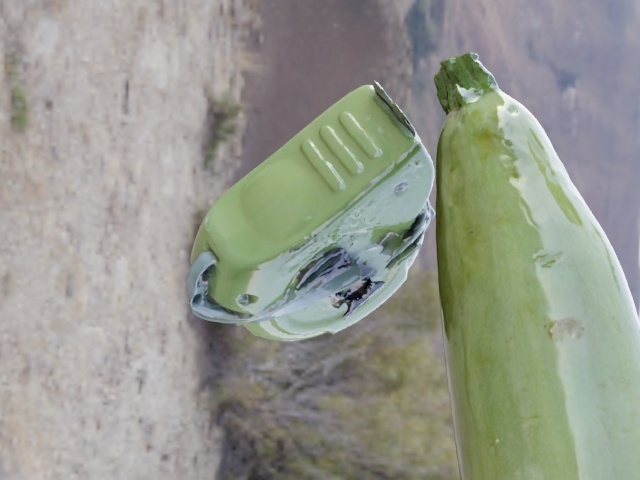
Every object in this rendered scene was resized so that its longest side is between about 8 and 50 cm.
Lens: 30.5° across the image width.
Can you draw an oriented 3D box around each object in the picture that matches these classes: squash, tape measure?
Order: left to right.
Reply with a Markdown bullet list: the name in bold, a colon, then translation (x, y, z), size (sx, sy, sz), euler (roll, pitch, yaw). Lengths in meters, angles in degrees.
- **tape measure**: translation (0.000, 0.000, 0.768), size (0.087, 0.177, 0.154), euler (57, 5, 31)
- **squash**: translation (0.124, 0.073, 0.642), size (0.118, 0.118, 0.370), euler (63, 17, -71)
